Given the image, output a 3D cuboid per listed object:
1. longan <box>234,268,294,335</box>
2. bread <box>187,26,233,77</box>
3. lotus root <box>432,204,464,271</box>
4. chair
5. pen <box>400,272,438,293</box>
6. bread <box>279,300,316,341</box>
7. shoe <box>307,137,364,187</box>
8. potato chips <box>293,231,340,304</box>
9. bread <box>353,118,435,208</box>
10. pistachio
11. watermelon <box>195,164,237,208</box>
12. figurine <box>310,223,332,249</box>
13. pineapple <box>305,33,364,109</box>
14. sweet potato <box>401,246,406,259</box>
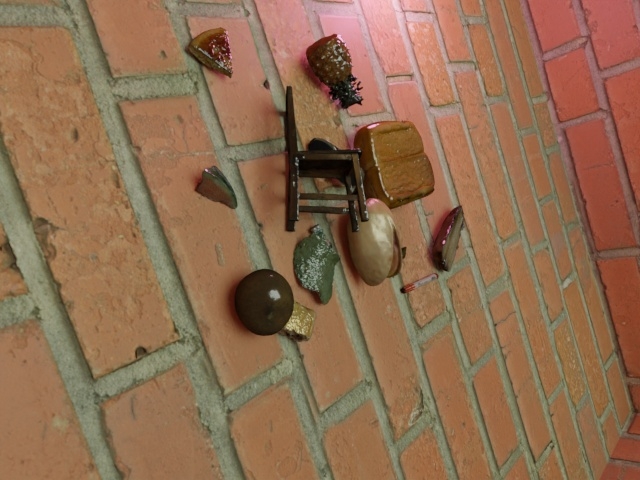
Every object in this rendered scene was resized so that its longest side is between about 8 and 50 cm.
[{"bbox_3d":[-0.157,0.174,1.363,0.167,0.167,0.188,0,82,-42],"label":"longan"},{"bbox_3d":[-0.328,-0.558,1.426,0.135,0.054,0.155,-7,81,-44],"label":"bread"},{"bbox_3d":[0.552,-0.023,2.101,0.330,0.078,0.167,-61,143,-33],"label":"lotus root"},{"bbox_3d":[0.012,-0.247,1.520,0.240,0.203,0.417,0,80,-4],"label":"chair"},{"bbox_3d":[0.403,0.172,1.954,0.239,0.028,0.028,-16,92,-43],"label":"pen"},{"bbox_3d":[-0.079,0.246,1.474,0.125,0.082,0.106,29,53,-23],"label":"bread"},{"bbox_3d":[0.056,-0.280,1.698,0.227,0.099,0.112,37,25,-9],"label":"shoe"},{"bbox_3d":[-0.001,0.097,1.577,0.167,0.059,0.228,-47,113,-21],"label":"potato chips"},{"bbox_3d":[0.268,-0.290,1.851,0.336,0.148,0.328,-22,92,-40],"label":"bread"},{"bbox_3d":[0.193,0.001,1.694,0.187,0.187,0.300,-21,100,-42],"label":"pistachio"},{"bbox_3d":[-0.289,-0.156,1.390,0.155,0.080,0.101,35,25,-29],"label":"watermelon"},{"bbox_3d":[0.000,0.000,1.614,0.060,0.047,0.106,-41,107,-47],"label":"figurine"},{"bbox_3d":[0.061,-0.585,1.738,0.158,0.157,0.279,-56,131,-34],"label":"pineapple"},{"bbox_3d":[0.299,0.075,1.874,0.041,0.038,0.153,36,58,-4],"label":"sweet potato"}]
